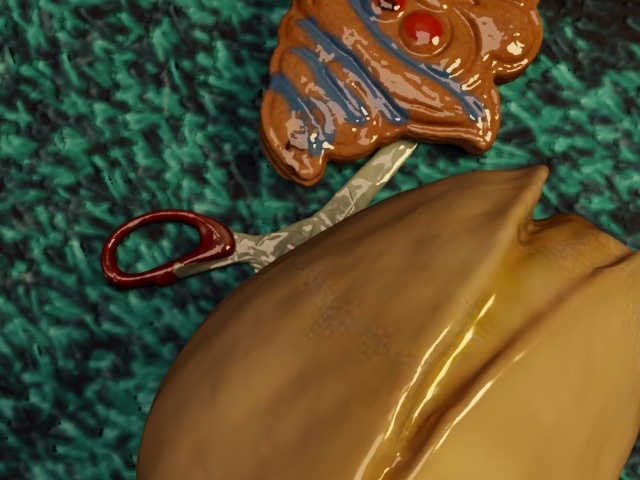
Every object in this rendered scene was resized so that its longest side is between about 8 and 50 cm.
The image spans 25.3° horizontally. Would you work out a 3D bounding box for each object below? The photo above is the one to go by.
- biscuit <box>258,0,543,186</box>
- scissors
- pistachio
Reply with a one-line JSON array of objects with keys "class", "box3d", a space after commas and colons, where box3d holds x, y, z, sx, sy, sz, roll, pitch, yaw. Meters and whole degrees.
[{"class": "biscuit", "box3d": [0.062, -0.147, 0.894, 0.183, 0.043, 0.280, 39, 80, 7]}, {"class": "scissors", "box3d": [0.000, 0.000, 0.874, 0.247, 0.017, 0.144, -31, 77, -8]}, {"class": "pistachio", "box3d": [0.046, 0.094, 0.738, 0.229, 0.238, 0.321, 43, 60, 5]}]
